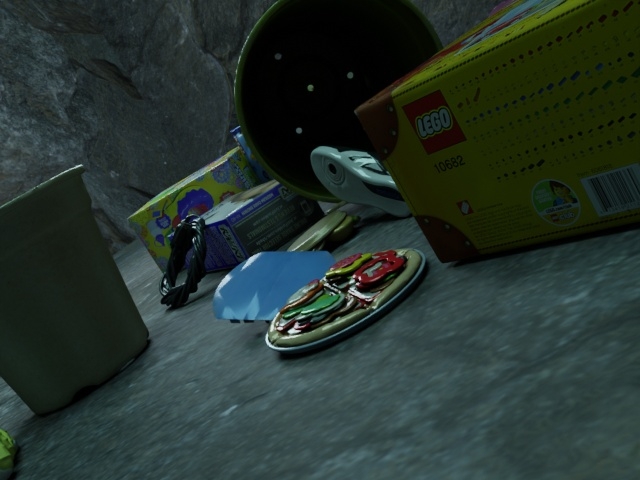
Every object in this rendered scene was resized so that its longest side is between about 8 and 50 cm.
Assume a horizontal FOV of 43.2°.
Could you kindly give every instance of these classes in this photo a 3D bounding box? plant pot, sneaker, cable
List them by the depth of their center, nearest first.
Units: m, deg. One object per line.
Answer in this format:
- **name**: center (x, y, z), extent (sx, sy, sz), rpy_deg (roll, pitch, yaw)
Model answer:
- **sneaker**: center (-0.474, 0.262, 1.087), extent (0.091, 0.126, 0.240), rpy_deg (-36, 12, -26)
- **sneaker**: center (0.095, -0.106, 1.220), extent (0.121, 0.079, 0.216), rpy_deg (-32, 42, -30)
- **plant pot**: center (-0.447, 0.093, 1.304), extent (0.333, 0.306, 0.334), rpy_deg (-30, 11, 6)
- **plant pot**: center (0.007, -0.277, 1.496), extent (0.366, 0.367, 0.353), rpy_deg (-32, 16, -4)
- **cable**: center (-0.252, 0.051, 1.509), extent (0.185, 0.047, 0.151), rpy_deg (-62, 34, 20)

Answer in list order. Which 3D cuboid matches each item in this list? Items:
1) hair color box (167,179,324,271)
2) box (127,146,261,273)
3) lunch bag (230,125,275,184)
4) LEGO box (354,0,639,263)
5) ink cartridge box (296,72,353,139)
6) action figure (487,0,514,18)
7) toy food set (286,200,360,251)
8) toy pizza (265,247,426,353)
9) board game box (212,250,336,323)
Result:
- **hair color box**: center (-0.159, -0.029, 1.623), extent (0.185, 0.110, 0.338), rpy_deg (-35, 13, -28)
- **box**: center (-0.271, -0.083, 1.992), extent (0.289, 0.177, 0.279), rpy_deg (-29, 12, 13)
- **lunch bag**: center (-0.026, -0.244, 1.925), extent (0.293, 0.221, 0.138), rpy_deg (-35, 12, -18)
- **LEGO box**: center (0.336, -0.187, 0.731), extent (0.372, 0.193, 0.500), rpy_deg (-39, 13, -35)
- **ink cartridge box**: center (0.036, -0.262, 1.799), extent (0.171, 0.233, 0.168), rpy_deg (-37, 12, -27)
- **action figure**: center (0.349, -0.382, 1.375), extent (0.248, 0.276, 0.370), rpy_deg (-34, 8, -12)
- **toy food set**: center (0.000, 0.000, 1.256), extent (0.192, 0.039, 0.132), rpy_deg (-44, 9, -32)
- **toy pizza**: center (0.022, 0.056, 0.895), extent (0.201, 0.032, 0.201), rpy_deg (-28, 14, 7)
- **board game box**: center (-0.054, 0.068, 1.042), extent (0.168, 0.033, 0.133), rpy_deg (-1, 38, 26)
